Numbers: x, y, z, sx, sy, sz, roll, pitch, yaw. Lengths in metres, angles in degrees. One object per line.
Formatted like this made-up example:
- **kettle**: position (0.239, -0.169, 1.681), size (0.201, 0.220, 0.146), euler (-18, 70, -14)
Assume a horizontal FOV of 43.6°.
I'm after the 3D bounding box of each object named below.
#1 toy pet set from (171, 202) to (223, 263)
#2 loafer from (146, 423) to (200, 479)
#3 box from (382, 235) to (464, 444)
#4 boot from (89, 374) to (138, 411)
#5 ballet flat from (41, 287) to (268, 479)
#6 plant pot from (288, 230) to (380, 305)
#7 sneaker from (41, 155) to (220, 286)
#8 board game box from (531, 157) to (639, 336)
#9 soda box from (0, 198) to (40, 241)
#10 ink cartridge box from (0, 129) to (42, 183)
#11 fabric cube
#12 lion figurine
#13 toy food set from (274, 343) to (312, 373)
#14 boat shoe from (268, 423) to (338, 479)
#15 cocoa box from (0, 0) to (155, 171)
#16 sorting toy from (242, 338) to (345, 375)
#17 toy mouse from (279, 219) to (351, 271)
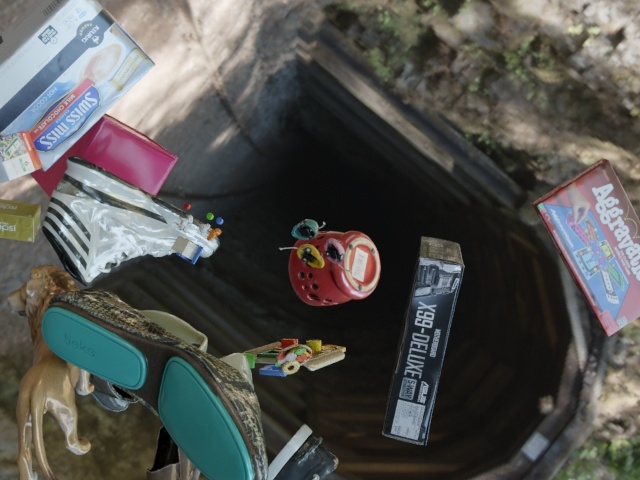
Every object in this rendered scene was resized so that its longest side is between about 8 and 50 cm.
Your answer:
- **toy pet set**: position (-0.265, -0.006, 1.756), size (0.114, 0.122, 0.065), euler (-61, 144, -6)
- **loafer**: position (-0.368, 0.582, 1.879), size (0.133, 0.130, 0.366), euler (-21, -135, 27)
- **box**: position (0.177, 0.162, 1.387), size (0.242, 0.076, 0.307), euler (-44, 145, -79)
- **boot**: position (-0.503, 0.373, 1.987), size (0.208, 0.189, 0.076), euler (-7, -130, 44)
- **ballet flat**: position (-0.225, 0.201, 1.258), size (0.182, 0.482, 0.164), euler (-23, 135, -52)
- **plant pot**: position (0.045, 0.068, 2.008), size (0.174, 0.191, 0.191), euler (-6, -143, 42)
- **sneaker**: position (-0.458, 0.004, 1.890), size (0.169, 0.447, 0.257), euler (25, -93, 48)
- **board game box**: position (0.492, 0.015, 1.381), size (0.145, 0.281, 0.027), euler (-33, -165, -1)
- **soda box**: position (-0.673, -0.048, 1.647), size (0.058, 0.181, 0.061), euler (-94, -167, -57)
- **ink cartridge box**: position (-0.451, -0.129, 1.196), size (0.029, 0.063, 0.115), euler (-13, -166, 21)
- **fabric cube**: position (-0.599, -0.205, 2.218), size (0.259, 0.254, 0.258), euler (34, -86, 50)
- **lion figurine**: position (-0.453, 0.221, 1.359), size (0.392, 0.142, 0.240), euler (-124, -146, -57)
- **toy food set**: position (-0.058, 0.251, 1.711), size (0.083, 0.082, 0.020), euler (-30, -132, 12)
- **boat shoe**: position (-0.063, 0.439, 1.389), size (0.114, 0.091, 0.302), euler (-39, 163, -44)
- **cocoa box**: position (-0.580, -0.372, 1.755), size (0.347, 0.228, 0.231), euler (-44, -144, 0)
- **sorting toy**: position (-0.063, 0.268, 1.948), size (0.347, 0.196, 0.047), euler (-5, 98, -61)
- **toy mouse**: position (0.000, 0.000, 1.591), size (0.031, 0.161, 0.143), euler (-52, 164, -38)
